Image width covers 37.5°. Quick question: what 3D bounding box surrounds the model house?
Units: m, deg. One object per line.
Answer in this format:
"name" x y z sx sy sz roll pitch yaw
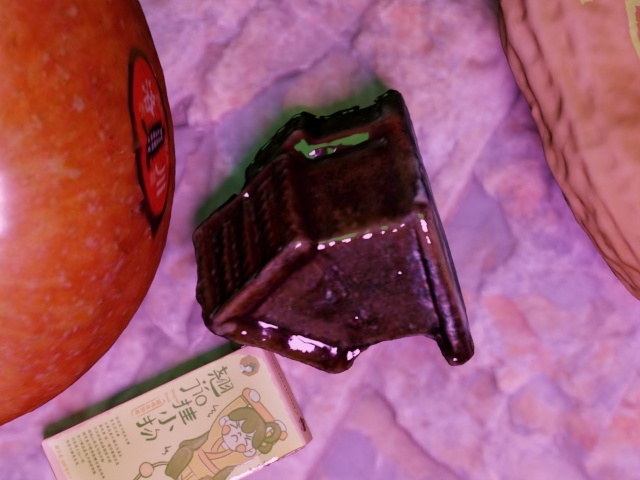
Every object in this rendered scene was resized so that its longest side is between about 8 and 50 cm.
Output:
"model house" -0.001 -0.005 0.570 0.152 0.106 0.165 -13 46 3

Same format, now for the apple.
"apple" -0.206 -0.046 0.451 0.278 0.250 0.309 -24 101 -11

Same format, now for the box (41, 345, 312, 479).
"box" -0.085 0.121 0.567 0.149 0.020 0.073 -25 83 -10

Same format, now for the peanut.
"peanut" 0.204 -0.078 0.577 0.147 0.147 0.305 -16 82 -9
